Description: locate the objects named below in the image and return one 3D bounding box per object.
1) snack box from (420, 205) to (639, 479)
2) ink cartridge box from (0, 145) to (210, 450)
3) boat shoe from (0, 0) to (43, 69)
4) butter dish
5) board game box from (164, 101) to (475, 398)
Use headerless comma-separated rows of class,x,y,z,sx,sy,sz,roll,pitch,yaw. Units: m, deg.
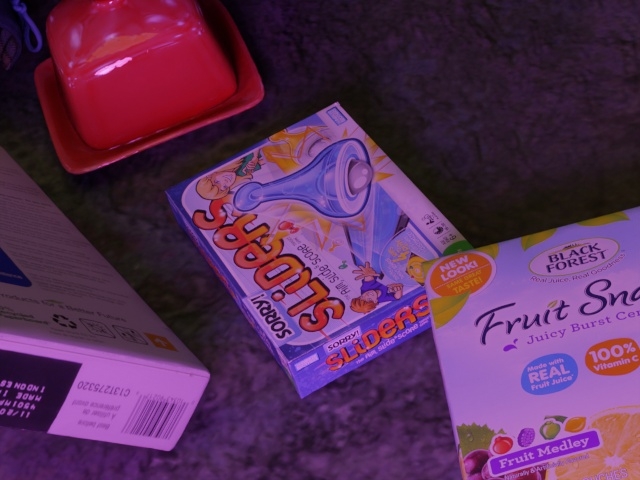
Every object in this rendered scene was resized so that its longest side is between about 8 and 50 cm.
snack box,0.156,0.078,0.893,0.174,0.070,0.207,-15,40,5
ink cartridge box,-0.232,-0.001,1.050,0.371,0.175,0.069,44,112,44
boat shoe,-0.267,-0.156,1.302,0.089,0.109,0.258,9,64,19
butter dish,-0.141,-0.149,1.213,0.160,0.118,0.160,-21,41,-4
board game box,0.000,0.000,1.062,0.136,0.035,0.201,-29,42,-11
